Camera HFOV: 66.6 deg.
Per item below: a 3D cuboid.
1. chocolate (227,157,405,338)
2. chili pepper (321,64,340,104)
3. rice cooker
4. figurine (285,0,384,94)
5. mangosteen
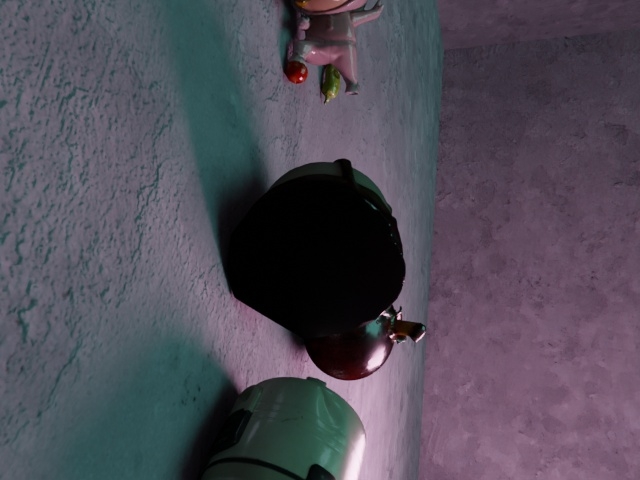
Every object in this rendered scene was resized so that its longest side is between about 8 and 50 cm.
[{"bbox_3d":[0.000,0.000,0.817,0.186,0.284,0.283,-90,172,-64],"label":"chocolate"},{"bbox_3d":[0.036,-0.413,1.163,0.049,0.043,0.208,49,44,-44],"label":"chili pepper"},{"bbox_3d":[-0.057,0.341,0.713,0.244,0.226,0.225,-66,150,-50],"label":"rice cooker"},{"bbox_3d":[0.022,-0.440,0.945,0.186,0.176,0.287,-10,109,-75],"label":"figurine"},{"bbox_3d":[0.096,0.180,1.038,0.235,0.262,0.235,0,90,-68],"label":"mangosteen"}]
